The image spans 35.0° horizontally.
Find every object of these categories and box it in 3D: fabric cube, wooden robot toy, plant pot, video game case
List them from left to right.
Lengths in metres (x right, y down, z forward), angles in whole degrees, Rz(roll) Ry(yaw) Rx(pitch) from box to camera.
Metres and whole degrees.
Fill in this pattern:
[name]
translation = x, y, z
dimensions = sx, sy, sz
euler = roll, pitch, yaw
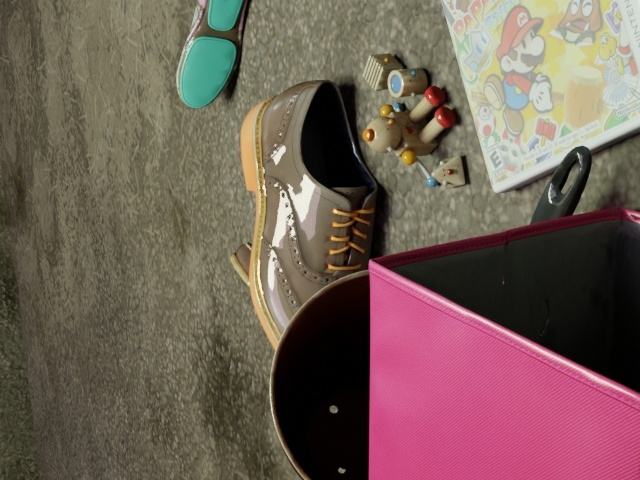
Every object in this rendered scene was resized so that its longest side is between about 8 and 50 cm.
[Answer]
[plant pot]
translation = 0.052, 0.165, 0.943
dimensions = 0.230, 0.215, 0.215
euler = 109, 144, -68
[wooden robot toy]
translation = 0.077, -0.119, 0.999
dimensions = 0.076, 0.079, 0.173
euler = -54, 52, 51
[video game case]
translation = 0.193, -0.169, 0.841
dimensions = 0.227, 0.026, 0.206
euler = -28, 73, 59
[fabric cube]
translation = 0.201, 0.145, 0.683
dimensions = 0.254, 0.259, 0.258
euler = 25, 121, 54

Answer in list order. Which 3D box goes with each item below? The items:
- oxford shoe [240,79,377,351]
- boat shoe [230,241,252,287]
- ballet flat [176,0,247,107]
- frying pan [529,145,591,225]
[oxford shoe]
translation = 0.000, 0.000, 1.119
dimensions = 0.133, 0.130, 0.363
euler = -22, 79, 53
[boat shoe]
translation = -0.039, 0.061, 1.264
dimensions = 0.073, 0.073, 0.207
euler = -49, 50, 6
[ballet flat]
translation = -0.141, -0.284, 1.345
dimensions = 0.079, 0.077, 0.221
euler = -108, 31, -53
[frying pan]
translation = 0.162, 0.041, 0.920
dimensions = 0.197, 0.053, 0.326
euler = 36, 128, 51
